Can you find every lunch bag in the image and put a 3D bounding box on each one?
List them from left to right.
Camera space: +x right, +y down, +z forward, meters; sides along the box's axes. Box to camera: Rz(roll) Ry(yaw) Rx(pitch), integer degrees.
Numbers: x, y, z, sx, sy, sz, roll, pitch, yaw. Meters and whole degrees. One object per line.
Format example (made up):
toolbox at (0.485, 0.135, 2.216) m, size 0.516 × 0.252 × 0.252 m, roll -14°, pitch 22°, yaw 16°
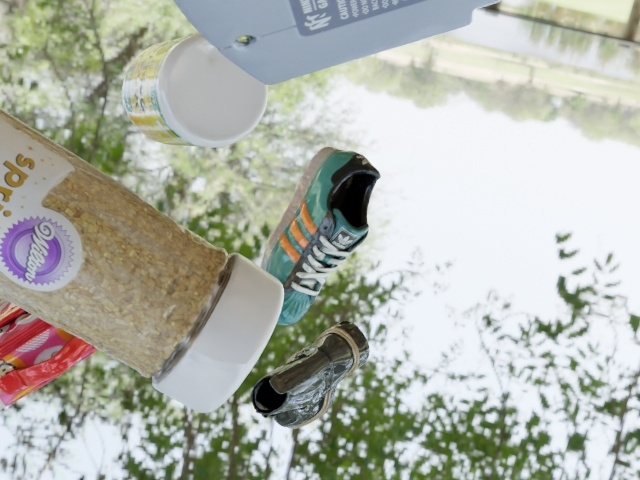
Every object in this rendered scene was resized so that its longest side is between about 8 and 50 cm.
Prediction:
lunch bag at (-0.400, 0.121, 1.317) m, size 0.293 × 0.120 × 0.258 m, roll -33°, pitch -152°, yaw -2°

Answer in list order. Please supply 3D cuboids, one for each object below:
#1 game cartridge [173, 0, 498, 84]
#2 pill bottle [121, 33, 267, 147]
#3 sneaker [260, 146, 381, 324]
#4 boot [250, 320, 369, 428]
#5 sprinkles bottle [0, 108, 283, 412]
game cartridge at (0.003, -0.183, 0.453) m, size 0.196 × 0.060 × 0.294 m, roll -20°, pitch 160°, yaw 2°
pill bottle at (-0.149, -0.162, 0.988) m, size 0.117 × 0.118 × 0.208 m, roll 6°, pitch -176°, yaw -27°
sneaker at (0.000, 0.000, 1.419) m, size 0.108 × 0.302 × 0.121 m, roll 20°, pitch -179°, yaw -40°
boot at (-0.043, 0.174, 1.019) m, size 0.137 × 0.198 × 0.077 m, roll -26°, pitch -114°, yaw -42°
sprinkles bottle at (-0.202, -0.008, 0.662) m, size 0.355 × 0.121 × 0.121 m, roll 33°, pitch -172°, yaw -14°
